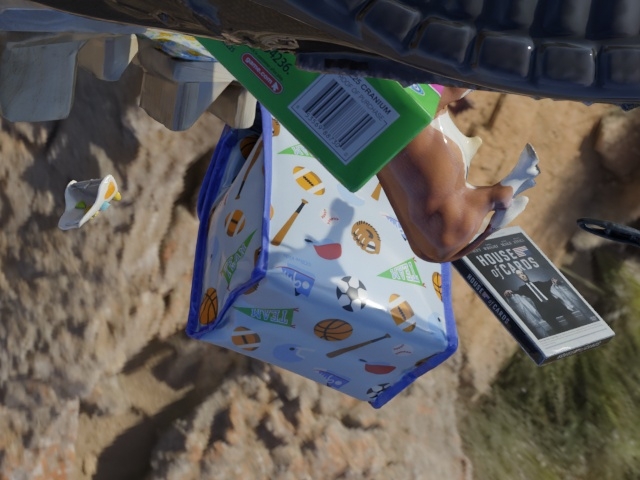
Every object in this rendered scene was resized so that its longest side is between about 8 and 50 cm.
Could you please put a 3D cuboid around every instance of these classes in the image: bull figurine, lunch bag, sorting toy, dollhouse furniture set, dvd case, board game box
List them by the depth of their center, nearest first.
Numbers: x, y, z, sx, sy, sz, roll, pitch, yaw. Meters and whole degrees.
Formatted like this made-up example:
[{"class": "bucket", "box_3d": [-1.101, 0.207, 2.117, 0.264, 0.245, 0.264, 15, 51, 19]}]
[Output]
[{"class": "board game box", "box_3d": [-0.017, -0.186, 0.741, 0.242, 0.316, 0.064, 44, 114, -9]}, {"class": "dollhouse furniture set", "box_3d": [-0.283, -0.266, 0.977, 0.362, 0.394, 0.256, -6, 117, -36]}, {"class": "bull figurine", "box_3d": [0.111, -0.117, 1.249, 0.188, 0.101, 0.310, -25, 120, 8]}, {"class": "sorting toy", "box_3d": [-0.310, -0.044, 1.556, 0.045, 0.083, 0.075, 54, 52, -29]}, {"class": "lunch bag", "box_3d": [0.000, 0.000, 1.682, 0.328, 0.385, 0.239, 24, 136, -27]}, {"class": "dvd case", "box_3d": [0.312, 0.078, 1.785, 0.179, 0.238, 0.029, -11, 143, -43]}]

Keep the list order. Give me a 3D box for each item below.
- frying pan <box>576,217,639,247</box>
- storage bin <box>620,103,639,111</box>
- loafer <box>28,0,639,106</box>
[{"class": "frying pan", "box_3d": [0.583, 0.010, 1.827, 0.326, 0.053, 0.197, 29, 135, -12]}, {"class": "storage bin", "box_3d": [0.481, -0.294, 1.778, 0.084, 0.180, 0.122, -22, 116, 37]}, {"class": "loafer", "box_3d": [0.000, -0.128, 0.421, 0.366, 0.130, 0.133, 14, 92, 12]}]
